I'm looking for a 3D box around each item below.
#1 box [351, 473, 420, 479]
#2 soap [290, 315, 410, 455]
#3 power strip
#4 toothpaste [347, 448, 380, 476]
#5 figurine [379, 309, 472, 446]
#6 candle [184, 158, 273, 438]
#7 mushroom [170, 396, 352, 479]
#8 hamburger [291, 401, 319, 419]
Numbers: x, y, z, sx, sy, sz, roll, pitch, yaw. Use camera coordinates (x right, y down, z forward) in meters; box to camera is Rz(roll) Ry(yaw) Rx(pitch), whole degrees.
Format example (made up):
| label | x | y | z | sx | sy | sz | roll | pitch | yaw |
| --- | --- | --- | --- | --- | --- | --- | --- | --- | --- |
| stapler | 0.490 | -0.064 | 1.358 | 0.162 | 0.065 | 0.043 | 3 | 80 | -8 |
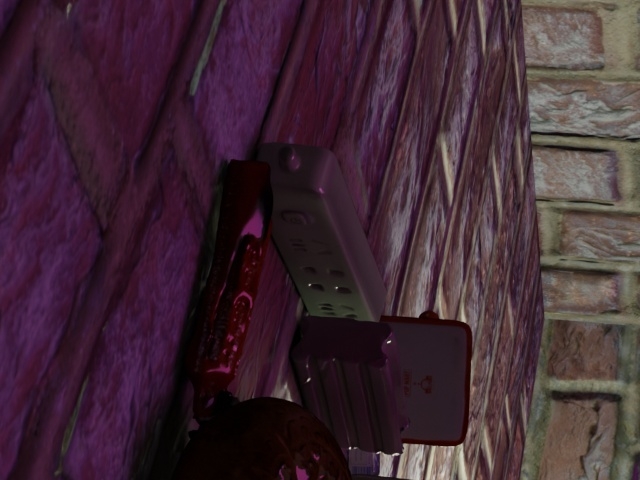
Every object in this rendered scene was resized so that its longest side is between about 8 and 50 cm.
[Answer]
| label | x | y | z | sx | sy | sz | roll | pitch | yaw |
| --- | --- | --- | --- | --- | --- | --- | --- | --- | --- |
| box | 0.066 | 0.512 | 1.803 | 0.352 | 0.177 | 0.344 | -84 | 180 | -53 |
| soap | 0.040 | 0.181 | 1.913 | 0.203 | 0.122 | 0.065 | 79 | 21 | -48 |
| power strip | 0.000 | 0.000 | 1.768 | 0.385 | 0.091 | 0.062 | 66 | 34 | -60 |
| toothpaste | 0.063 | 0.243 | 2.182 | 0.047 | 0.040 | 0.196 | -37 | 129 | -74 |
| figurine | 0.145 | 0.190 | 2.313 | 0.226 | 0.160 | 0.184 | -42 | 136 | -82 |
| candle | -0.090 | 0.054 | 1.506 | 0.084 | 0.059 | 0.302 | 55 | 38 | -50 |
| mushroom | -0.063 | 0.272 | 1.429 | 0.253 | 0.153 | 0.253 | -33 | 133 | -43 |
| hamburger | -0.046 | 0.281 | 1.658 | 0.231 | 0.106 | 0.231 | 4 | 90 | -68 |
